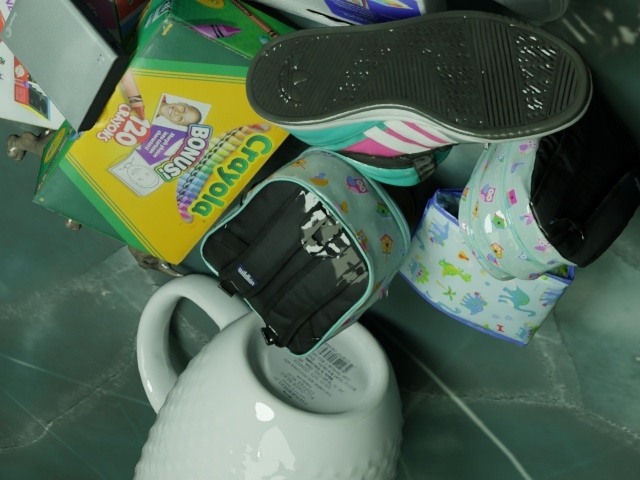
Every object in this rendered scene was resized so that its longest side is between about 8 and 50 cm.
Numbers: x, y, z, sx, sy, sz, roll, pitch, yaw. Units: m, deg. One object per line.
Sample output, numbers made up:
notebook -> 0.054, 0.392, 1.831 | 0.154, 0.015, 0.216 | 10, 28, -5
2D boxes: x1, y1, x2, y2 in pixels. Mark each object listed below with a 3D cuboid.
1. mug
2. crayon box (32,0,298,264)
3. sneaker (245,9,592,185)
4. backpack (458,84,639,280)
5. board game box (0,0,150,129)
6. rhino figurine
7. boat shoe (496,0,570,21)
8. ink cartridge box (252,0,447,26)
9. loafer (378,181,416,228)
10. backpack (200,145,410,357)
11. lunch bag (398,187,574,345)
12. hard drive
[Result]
mug -> -0.080, 0.201, 1.911 | 0.374, 0.276, 0.328 | 48, 139, 25
crayon box -> -0.138, -0.112, 1.650 | 0.165, 0.081, 0.278 | 25, 131, -21
sneaker -> 0.104, -0.114, 1.477 | 0.296, 0.123, 0.178 | 4, 172, 24
backpack -> 0.202, -0.046, 1.513 | 0.152, 0.182, 0.115 | 45, 138, -20
board game box -> -0.316, -0.226, 1.720 | 0.317, 0.064, 0.242 | 13, 138, 18
rhino figurine -> -0.223, -0.041, 1.858 | 0.106, 0.073, 0.243 | -11, 128, 42
boat shoe -> 0.128, -0.237, 1.445 | 0.184, 0.063, 0.066 | 40, 139, -13
ink cartridge box -> 0.007, -0.230, 1.504 | 0.206, 0.045, 0.208 | 20, 173, 10
loafer -> 0.060, -0.004, 1.745 | 0.056, 0.050, 0.148 | 20, 140, 11
backpack -> 0.000, 0.000, 1.660 | 0.166, 0.144, 0.188 | 50, 144, 6
lunch bag -> 0.160, 0.017, 1.673 | 0.151, 0.096, 0.129 | 19, 141, -3
hard drive -> -0.237, -0.180, 1.589 | 0.135, 0.022, 0.094 | 49, 127, 23
